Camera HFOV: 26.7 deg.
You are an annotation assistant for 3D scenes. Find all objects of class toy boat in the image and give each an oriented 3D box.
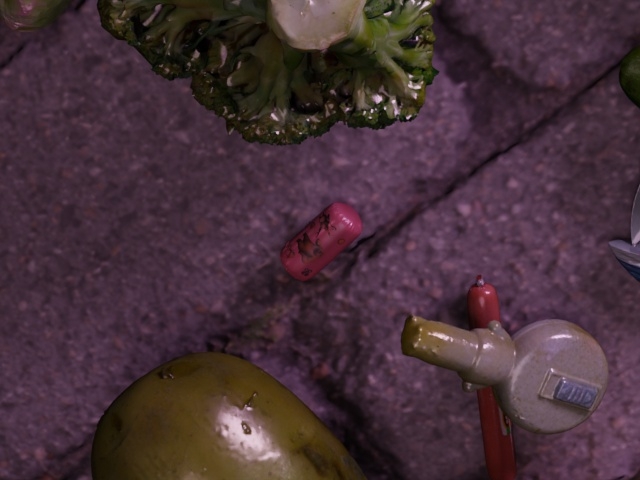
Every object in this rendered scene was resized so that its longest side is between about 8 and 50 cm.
[{"bbox_3d":[0.292,-0.020,1.143,0.105,0.034,0.149,-19,109,15],"label":"toy boat"}]

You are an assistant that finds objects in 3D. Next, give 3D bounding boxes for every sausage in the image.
[{"bbox_3d":[0.157,0.133,1.235,0.029,0.029,0.223,-5,112,12],"label":"sausage"}]

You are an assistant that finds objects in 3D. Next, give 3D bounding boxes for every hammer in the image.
[{"bbox_3d":[0.000,0.000,1.202,0.043,0.043,0.083,44,115,-9],"label":"hammer"}]

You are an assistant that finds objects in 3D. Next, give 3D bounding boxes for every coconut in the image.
[{"bbox_3d":[-0.245,-0.216,1.131,0.083,0.081,0.082,23,127,50],"label":"coconut"}]

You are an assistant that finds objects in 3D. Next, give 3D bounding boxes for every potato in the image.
[{"bbox_3d":[-0.071,0.235,1.228,0.304,0.216,0.216,40,114,-21],"label":"potato"}]

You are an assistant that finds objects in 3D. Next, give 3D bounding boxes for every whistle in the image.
[{"bbox_3d":[0.163,0.109,1.179,0.198,0.057,0.104,18,104,-21],"label":"whistle"}]

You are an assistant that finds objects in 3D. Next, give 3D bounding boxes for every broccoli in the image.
[{"bbox_3d":[-0.031,-0.187,1.004,0.269,0.269,0.254,-10,104,14],"label":"broccoli"}]

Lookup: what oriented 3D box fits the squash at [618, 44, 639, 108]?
[{"bbox_3d":[0.382,-0.106,1.065,0.292,0.082,0.082,13,115,4],"label":"squash"}]
